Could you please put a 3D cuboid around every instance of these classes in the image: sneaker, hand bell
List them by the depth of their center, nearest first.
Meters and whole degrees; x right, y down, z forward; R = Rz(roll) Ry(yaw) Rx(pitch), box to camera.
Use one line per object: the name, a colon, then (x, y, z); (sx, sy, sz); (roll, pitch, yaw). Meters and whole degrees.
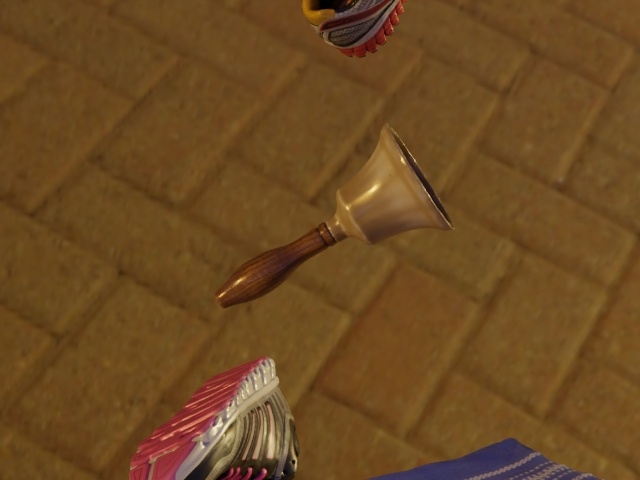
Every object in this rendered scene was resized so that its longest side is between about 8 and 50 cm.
sneaker: (-0.051, 0.125, 0.931); (0.075, 0.063, 0.170); (61, 20, -6)
sneaker: (0.067, -0.287, 1.615); (0.092, 0.225, 0.088); (22, 16, -47)
hand bell: (0.000, 0.000, 1.639); (0.242, 0.126, 0.126); (-33, 57, 7)

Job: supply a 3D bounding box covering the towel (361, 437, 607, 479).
towel: (0.191, 0.245, 1.445); (0.243, 0.040, 0.336); (-7, 11, -35)
